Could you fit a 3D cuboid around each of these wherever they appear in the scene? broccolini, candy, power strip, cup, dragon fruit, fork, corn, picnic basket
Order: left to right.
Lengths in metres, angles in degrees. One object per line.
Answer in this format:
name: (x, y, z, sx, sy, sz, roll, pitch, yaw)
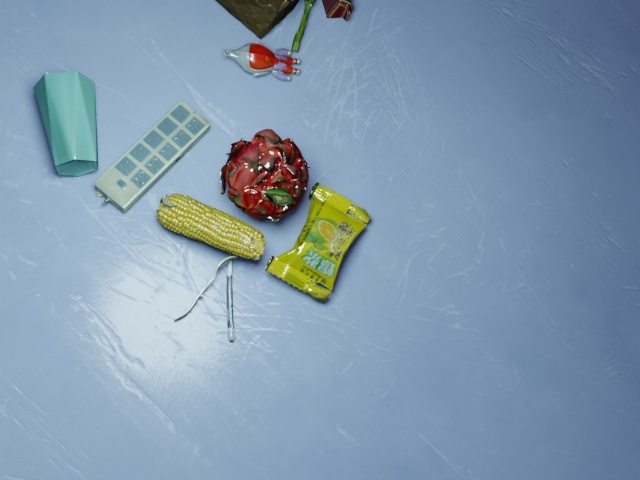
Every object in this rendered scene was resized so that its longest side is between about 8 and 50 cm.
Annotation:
cup: (-0.620, -0.288, 1.654, 0.134, 0.148, 0.236, -3, 72, -43)
power strip: (-0.437, -0.217, 1.720, 0.106, 0.043, 0.367, 39, 68, 2)
fork: (-0.288, 0.114, 1.644, 0.028, 0.034, 0.219, 43, 77, -8)
corn: (-0.269, -0.036, 1.655, 0.292, 0.106, 0.106, 21, 68, 2)
picnic basket: (-0.166, -0.767, 1.828, 0.291, 0.321, 0.254, 39, 64, -1)
dragon fruit: (-0.148, -0.185, 1.695, 0.233, 0.234, 0.293, -22, 57, -19)
broccolini: (-0.051, -0.673, 1.963, 0.071, 0.057, 0.255, 27, 76, -31)
candy: (0.000, 0.000, 1.733, 0.187, 0.081, 0.297, 30, 68, -4)

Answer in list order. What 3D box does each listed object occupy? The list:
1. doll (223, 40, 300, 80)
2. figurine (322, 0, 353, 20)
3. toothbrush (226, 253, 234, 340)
doll: (-0.164, -0.510, 1.867, 0.227, 0.075, 0.102, 2, 81, -23)
figurine: (0.062, -0.731, 2.005, 0.098, 0.082, 0.155, -7, 73, -36)
toothbrush: (-0.231, 0.111, 1.671, 0.026, 0.024, 0.288, 0, 72, -13)
